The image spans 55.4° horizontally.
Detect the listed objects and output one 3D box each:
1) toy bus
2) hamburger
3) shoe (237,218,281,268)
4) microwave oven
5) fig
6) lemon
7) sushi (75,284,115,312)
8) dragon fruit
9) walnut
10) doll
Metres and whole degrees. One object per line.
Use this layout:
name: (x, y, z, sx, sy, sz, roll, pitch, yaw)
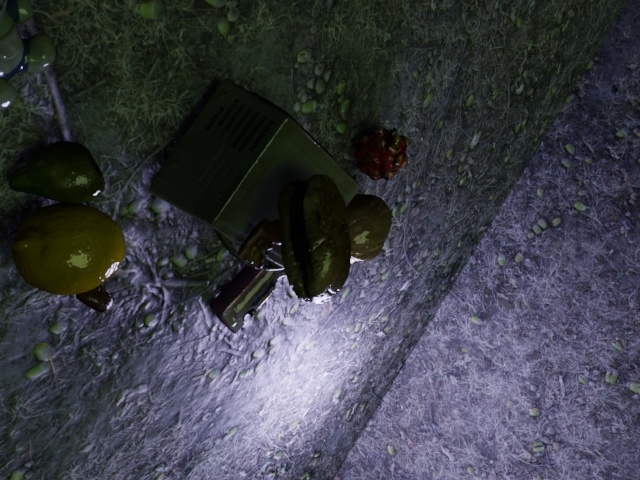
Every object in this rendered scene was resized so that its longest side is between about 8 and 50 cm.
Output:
toy bus: (-0.197, 0.132, 1.763, 0.274, 0.090, 0.112, -49, 141, -9)
hamburger: (0.000, -0.002, 1.292, 0.134, 0.265, 0.285, -12, 170, 12)
shoe: (-0.122, 0.005, 1.297, 0.069, 0.072, 0.109, 42, 74, -19)
microwave oven: (-0.146, -0.132, 1.435, 0.333, 0.247, 0.394, -56, 149, -1)
fig: (-0.487, -0.114, 1.125, 0.156, 0.123, 0.123, -28, 140, -22)
lemon: (-0.485, 0.015, 1.185, 0.244, 0.187, 0.186, 10, 111, -58)
sushi: (-0.507, 0.122, 1.375, 0.118, 0.062, 0.060, 70, 28, -55)
dragon fruit: (0.189, -0.266, 1.816, 0.160, 0.172, 0.166, 11, 84, -31)
walnut: (0.108, -0.041, 1.893, 0.261, 0.225, 0.225, -33, 144, -51)
doll: (-0.503, -0.333, 0.869, 0.258, 0.154, 0.228, 98, 7, -47)
